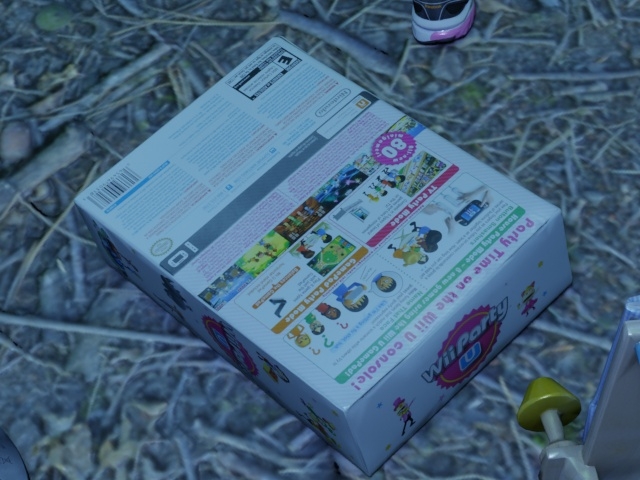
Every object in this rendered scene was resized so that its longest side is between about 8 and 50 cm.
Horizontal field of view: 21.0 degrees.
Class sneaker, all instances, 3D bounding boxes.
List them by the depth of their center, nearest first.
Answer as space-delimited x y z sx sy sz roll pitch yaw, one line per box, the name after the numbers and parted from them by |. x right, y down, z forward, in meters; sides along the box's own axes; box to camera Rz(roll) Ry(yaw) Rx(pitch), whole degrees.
0.113 -0.257 1.490 0.072 0.077 0.178 -2 51 9 | sneaker

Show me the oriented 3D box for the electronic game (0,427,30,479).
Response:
-0.316 0.209 1.233 0.229 0.048 0.229 -6 50 8 | electronic game

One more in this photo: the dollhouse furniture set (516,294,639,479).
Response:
0.282 0.017 1.103 0.303 0.286 0.198 -4 51 -6 | dollhouse furniture set

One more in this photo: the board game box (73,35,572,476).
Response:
0.000 0.000 1.301 0.224 0.097 0.303 -41 54 -19 | board game box
